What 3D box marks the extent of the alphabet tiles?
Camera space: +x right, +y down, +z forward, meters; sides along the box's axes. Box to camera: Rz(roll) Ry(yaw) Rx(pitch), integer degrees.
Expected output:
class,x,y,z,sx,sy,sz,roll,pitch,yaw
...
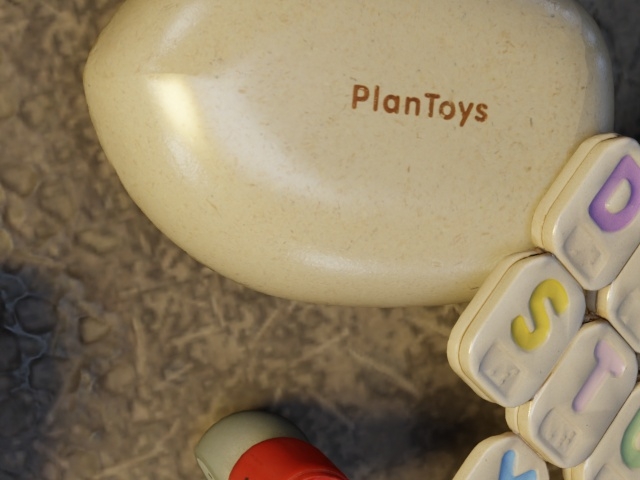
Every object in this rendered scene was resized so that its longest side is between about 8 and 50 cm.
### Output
class,x,y,z,sx,sy,sz,roll,pitch,yaw
alphabet tiles,0.175,0.078,0.823,0.278,0.021,0.284,-54,128,-12

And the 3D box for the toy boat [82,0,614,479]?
class,x,y,z,sx,sy,sz,roll,pitch,yaw
toy boat,0.000,0.000,0.798,0.268,0.148,0.318,12,89,-17
